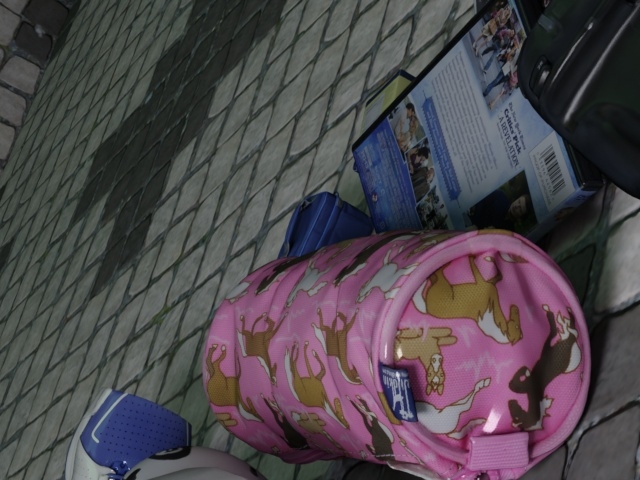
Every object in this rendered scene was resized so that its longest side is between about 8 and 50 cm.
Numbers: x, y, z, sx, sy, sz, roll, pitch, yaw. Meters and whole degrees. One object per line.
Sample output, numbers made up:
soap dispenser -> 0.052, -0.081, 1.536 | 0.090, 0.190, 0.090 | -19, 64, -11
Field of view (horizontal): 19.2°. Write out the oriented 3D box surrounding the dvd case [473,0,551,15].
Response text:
dvd case -> 0.162, -0.181, 1.449 | 0.179, 0.030, 0.238 | -165, 71, -72

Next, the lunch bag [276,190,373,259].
lunch bag -> 0.000, 0.000, 1.746 | 0.067, 0.065, 0.098 | -18, 47, 64

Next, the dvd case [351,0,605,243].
dvd case -> 0.113, -0.059, 1.452 | 0.253, 0.022, 0.180 | -45, 53, 49

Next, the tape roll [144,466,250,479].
tape roll -> -0.090, 0.297, 1.252 | 0.286, 0.100, 0.286 | 17, 113, 47

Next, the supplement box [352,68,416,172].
supplement box -> 0.081, -0.086, 1.625 | 0.056, 0.083, 0.083 | -42, 27, 44

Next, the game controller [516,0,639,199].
game controller -> 0.262, -0.181, 1.226 | 0.319, 0.166, 0.067 | -55, -22, 19

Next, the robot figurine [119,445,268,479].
robot figurine -> -0.137, 0.285, 1.520 | 0.278, 0.174, 0.209 | -48, 54, 35

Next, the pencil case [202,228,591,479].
pencil case -> 0.041, 0.086, 1.374 | 0.167, 0.160, 0.386 | -45, 14, -18

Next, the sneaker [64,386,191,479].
sneaker -> -0.185, 0.306, 1.733 | 0.182, 0.127, 0.315 | 11, 80, 67
